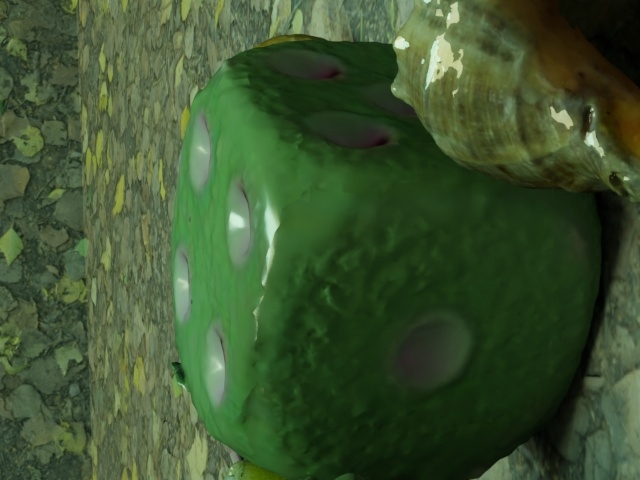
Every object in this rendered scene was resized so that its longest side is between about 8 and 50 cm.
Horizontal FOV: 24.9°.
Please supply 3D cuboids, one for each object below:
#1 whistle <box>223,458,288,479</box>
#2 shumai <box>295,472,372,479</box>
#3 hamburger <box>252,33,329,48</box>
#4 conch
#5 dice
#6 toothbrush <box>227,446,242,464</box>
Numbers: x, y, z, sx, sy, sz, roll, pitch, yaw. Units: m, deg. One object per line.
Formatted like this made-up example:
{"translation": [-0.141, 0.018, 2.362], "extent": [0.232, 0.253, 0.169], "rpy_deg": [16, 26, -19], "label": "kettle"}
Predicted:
{"translation": [-0.066, 0.318, 2.009], "extent": [0.123, 0.122, 0.223], "rpy_deg": [-22, 48, 69], "label": "whistle"}
{"translation": [0.014, 0.334, 1.198], "extent": [0.348, 0.395, 0.395], "rpy_deg": [80, 173, -47], "label": "shumai"}
{"translation": [-0.025, -0.179, 1.782], "extent": [0.115, 0.162, 0.162], "rpy_deg": [102, 158, -45], "label": "hamburger"}
{"translation": [0.224, -0.157, 1.019], "extent": [0.210, 0.352, 0.297], "rpy_deg": [-47, -28, -43], "label": "conch"}
{"translation": [0.045, 0.013, 1.329], "extent": [0.330, 0.318, 0.322], "rpy_deg": [-123, 39, -56], "label": "dice"}
{"translation": [-0.153, 0.300, 2.337], "extent": [0.286, 0.025, 0.020], "rpy_deg": [-116, 32, -50], "label": "toothbrush"}
